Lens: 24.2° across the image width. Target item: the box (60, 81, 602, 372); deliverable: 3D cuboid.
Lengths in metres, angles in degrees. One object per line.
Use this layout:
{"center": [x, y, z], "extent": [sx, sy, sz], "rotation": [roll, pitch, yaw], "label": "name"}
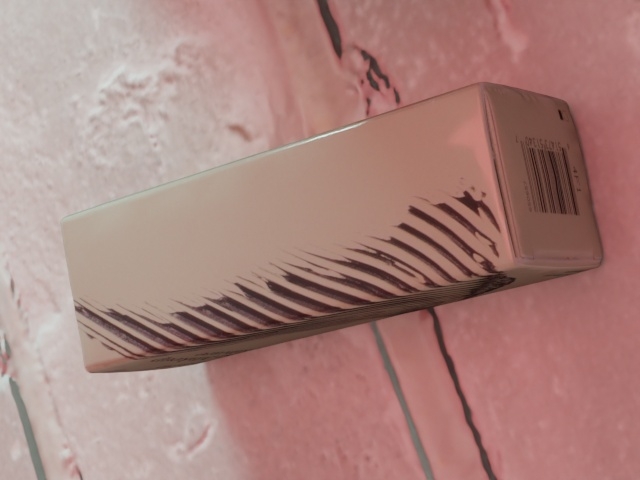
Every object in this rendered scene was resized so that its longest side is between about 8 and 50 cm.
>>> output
{"center": [0.000, 0.000, 0.802], "extent": [0.275, 0.113, 0.094], "rotation": [-16, 80, 33], "label": "box"}
